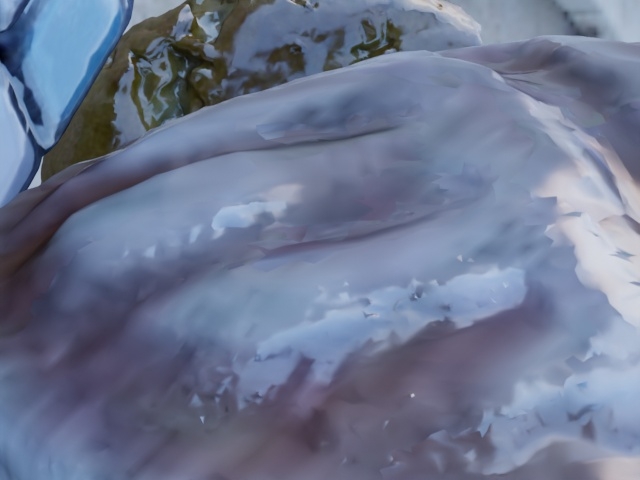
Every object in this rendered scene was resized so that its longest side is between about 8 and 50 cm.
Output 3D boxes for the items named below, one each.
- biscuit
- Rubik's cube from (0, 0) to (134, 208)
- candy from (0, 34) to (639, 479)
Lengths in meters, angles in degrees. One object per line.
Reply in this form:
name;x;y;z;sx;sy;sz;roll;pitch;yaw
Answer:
biscuit;0.000;0.000;0.722;0.042;0.226;0.225;-157;-116;-77
Rubik's cube;-0.247;-0.066;0.400;0.292;0.287;0.293;-63;162;-21
candy;0.060;0.040;0.435;0.214;0.290;0.157;-124;-151;-59
